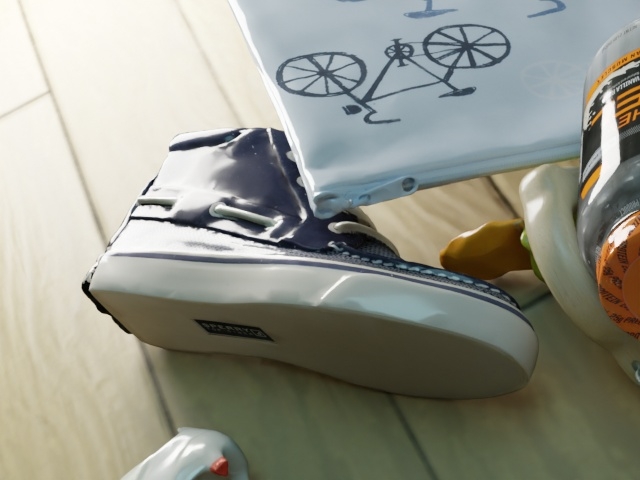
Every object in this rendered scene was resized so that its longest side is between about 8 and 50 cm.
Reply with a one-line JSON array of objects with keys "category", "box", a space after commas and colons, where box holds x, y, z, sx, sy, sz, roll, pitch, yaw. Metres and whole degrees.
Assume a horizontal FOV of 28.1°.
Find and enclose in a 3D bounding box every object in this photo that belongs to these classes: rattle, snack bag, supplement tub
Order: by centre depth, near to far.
[{"category": "supplement tub", "box": [0.204, -0.036, 0.718, 0.117, 0.117, 0.190, -8, 38, 19]}, {"category": "rattle", "box": [0.154, 0.062, 0.785, 0.142, 0.130, 0.200, -27, 72, 20]}, {"category": "snack bag", "box": [0.109, -0.146, 0.942, 0.323, 0.037, 0.342, -11, 41, -11]}]

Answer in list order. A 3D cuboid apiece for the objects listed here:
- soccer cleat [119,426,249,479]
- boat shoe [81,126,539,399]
[{"category": "soccer cleat", "box": [-0.122, 0.198, 0.795, 0.196, 0.068, 0.076, -47, 33, -20]}, {"category": "boat shoe", "box": [0.000, 0.000, 0.863, 0.340, 0.127, 0.158, 7, 62, 31]}]
